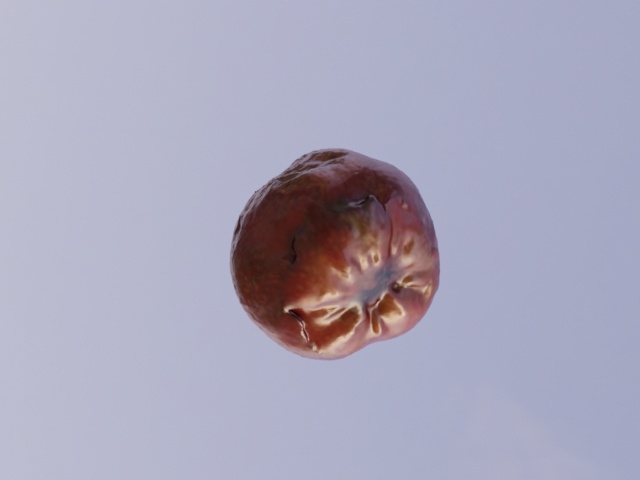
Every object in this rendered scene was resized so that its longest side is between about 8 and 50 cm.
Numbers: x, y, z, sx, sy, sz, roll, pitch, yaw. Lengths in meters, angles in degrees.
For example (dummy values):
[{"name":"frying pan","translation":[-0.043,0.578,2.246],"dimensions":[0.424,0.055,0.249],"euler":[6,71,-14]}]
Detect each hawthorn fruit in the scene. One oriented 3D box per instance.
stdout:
[{"name":"hawthorn fruit","translation":[0.008,0.003,1.516],"dimensions":[0.179,0.173,0.173],"euler":[-91,-159,-48]}]
